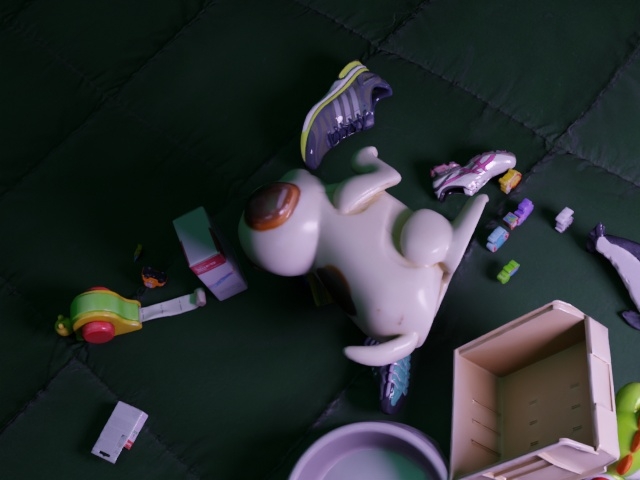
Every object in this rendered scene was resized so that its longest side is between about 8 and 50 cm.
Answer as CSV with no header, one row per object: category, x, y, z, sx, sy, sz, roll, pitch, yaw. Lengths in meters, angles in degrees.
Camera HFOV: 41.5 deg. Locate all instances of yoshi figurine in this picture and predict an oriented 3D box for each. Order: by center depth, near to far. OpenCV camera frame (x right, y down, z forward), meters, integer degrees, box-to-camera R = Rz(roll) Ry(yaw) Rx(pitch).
yoshi figurine,0.468,0.411,1.418,0.362,0.203,0.203,-60,28,-6

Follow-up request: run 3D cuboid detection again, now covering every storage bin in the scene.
storage bin,0.354,0.273,1.420,0.260,0.123,0.262,-37,32,42

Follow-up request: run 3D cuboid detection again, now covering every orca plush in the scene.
orca plush,0.629,0.085,1.605,0.287,0.102,0.151,40,121,39

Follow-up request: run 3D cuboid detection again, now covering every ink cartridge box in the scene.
ink cartridge box,-0.404,0.388,1.698,0.063,0.029,0.115,18,68,22
ink cartridge box,-0.229,0.032,1.773,0.072,0.175,0.127,-26,58,1

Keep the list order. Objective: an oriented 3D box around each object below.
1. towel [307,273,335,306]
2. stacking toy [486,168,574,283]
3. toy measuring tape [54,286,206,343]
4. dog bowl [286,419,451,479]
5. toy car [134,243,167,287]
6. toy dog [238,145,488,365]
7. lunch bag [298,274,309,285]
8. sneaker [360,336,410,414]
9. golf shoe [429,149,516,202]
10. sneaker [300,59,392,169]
towel,0.091,0.056,1.717,0.237,0.021,0.102,-15,92,-8
stacking toy,0.387,-0.029,1.733,0.221,0.052,0.167,-43,58,-10
toy measuring tape,-0.415,0.141,1.791,0.330,0.121,0.121,-15,59,5
dog bowl,0.089,0.476,1.463,0.349,0.102,0.348,-5,67,13
toy car,-0.381,0.063,1.884,0.040,0.060,0.122,-61,34,27
toy dog,0.045,0.019,1.578,0.408,0.284,0.395,25,70,9
lunch bag,0.000,0.000,1.780,0.151,0.096,0.128,-31,58,7
sneaker,0.121,0.236,1.636,0.098,0.083,0.223,-4,49,23
golf shoe,0.329,-0.134,1.797,0.186,0.067,0.086,-17,66,15
sneaker,0.055,-0.280,1.923,0.121,0.111,0.300,26,72,21
